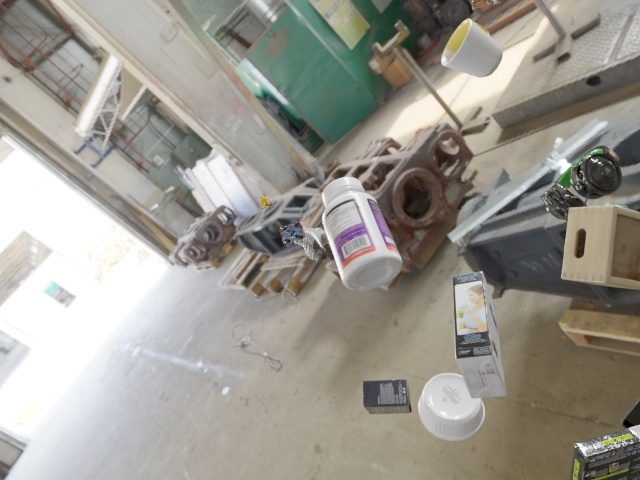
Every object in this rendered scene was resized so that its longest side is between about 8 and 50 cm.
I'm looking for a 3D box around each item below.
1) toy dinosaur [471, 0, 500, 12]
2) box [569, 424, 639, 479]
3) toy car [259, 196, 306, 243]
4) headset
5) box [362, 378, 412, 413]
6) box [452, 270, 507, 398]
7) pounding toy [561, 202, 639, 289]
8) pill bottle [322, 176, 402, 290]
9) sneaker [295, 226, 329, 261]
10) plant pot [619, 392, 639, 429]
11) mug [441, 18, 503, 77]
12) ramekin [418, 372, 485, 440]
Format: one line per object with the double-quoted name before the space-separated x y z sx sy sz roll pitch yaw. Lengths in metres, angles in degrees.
"toy dinosaur" 0.420 -0.662 1.232 0.053 0.183 0.093 131 148 -70
"box" 0.658 0.513 1.047 0.190 0.184 0.045 -13 27 -7
"toy car" -0.066 -0.049 0.919 0.060 0.122 0.040 -37 -13 34
"headset" 0.788 -0.175 1.453 0.243 0.185 0.394 -52 -1 43
"box" 0.239 0.560 1.660 0.158 0.156 0.093 -6 60 11
"box" 0.412 0.241 1.220 0.087 0.169 0.290 -13 35 24
"pounding toy" 0.439 -0.002 0.714 0.100 0.130 0.141 180 98 -66
"pill bottle" 0.065 -0.017 0.834 0.108 0.108 0.194 -37 52 27
"sneaker" 0.000 0.000 1.657 0.228 0.132 0.086 43 130 51
"plant pot" 0.953 0.492 1.284 0.188 0.187 0.167 -52 -23 2
"mug" 0.208 -0.255 0.615 0.062 0.064 0.078 -140 73 -77
"ramekin" 0.544 0.680 1.939 0.272 0.127 0.273 -9 41 7
